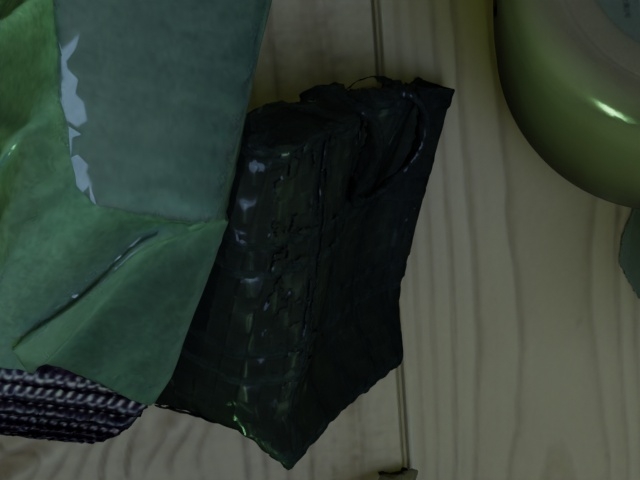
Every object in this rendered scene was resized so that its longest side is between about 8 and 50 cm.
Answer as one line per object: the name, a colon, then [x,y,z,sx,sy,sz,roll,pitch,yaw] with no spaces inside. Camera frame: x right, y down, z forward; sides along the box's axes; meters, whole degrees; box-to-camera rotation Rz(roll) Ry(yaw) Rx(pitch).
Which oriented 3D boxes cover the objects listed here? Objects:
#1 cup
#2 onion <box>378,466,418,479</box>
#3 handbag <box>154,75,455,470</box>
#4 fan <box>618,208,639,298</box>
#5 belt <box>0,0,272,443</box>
cup: [0.190,-0.147,0.705,0.191,0.200,0.253,23,89,11]
onion: [-0.007,0.326,0.815,0.256,0.230,0.272,-15,109,-13]
handbag: [0.000,0.000,0.724,0.088,0.270,0.175,22,107,15]
fan: [0.324,-0.058,0.922,0.310,0.010,0.182,-47,117,4]
belt: [-0.110,-0.073,0.625,0.122,0.260,0.325,12,95,-24]
